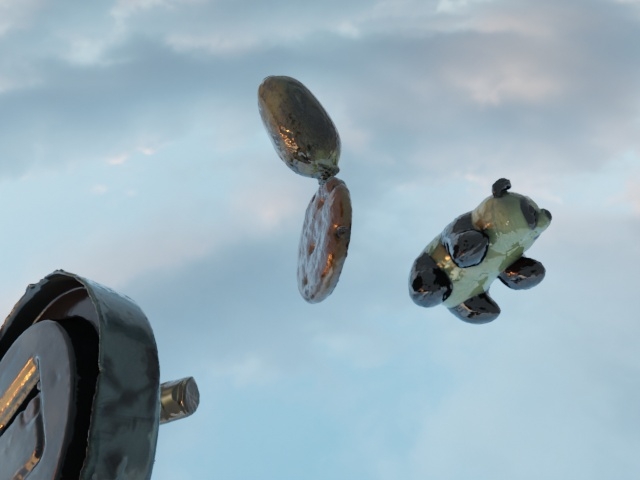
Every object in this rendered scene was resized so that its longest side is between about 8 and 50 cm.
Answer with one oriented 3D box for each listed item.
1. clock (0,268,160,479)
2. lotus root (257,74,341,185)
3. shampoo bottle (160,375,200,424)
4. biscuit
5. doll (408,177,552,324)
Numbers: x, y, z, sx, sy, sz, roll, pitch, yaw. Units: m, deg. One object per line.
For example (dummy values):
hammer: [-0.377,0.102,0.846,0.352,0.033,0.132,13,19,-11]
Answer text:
clock: [-0.269,0.191,0.525,0.067,0.325,0.325,25,-162,-43]
lotus root: [-0.027,-0.153,0.728,0.089,0.080,0.179,-8,-116,-54]
shampoo bottle: [-0.420,0.375,1.187,0.350,0.084,0.125,-19,-172,19]
biscuit: [0.000,0.000,0.887,0.036,0.212,0.212,11,-145,-17]
doll: [0.231,0.022,0.813,0.143,0.234,0.135,22,-138,-21]
